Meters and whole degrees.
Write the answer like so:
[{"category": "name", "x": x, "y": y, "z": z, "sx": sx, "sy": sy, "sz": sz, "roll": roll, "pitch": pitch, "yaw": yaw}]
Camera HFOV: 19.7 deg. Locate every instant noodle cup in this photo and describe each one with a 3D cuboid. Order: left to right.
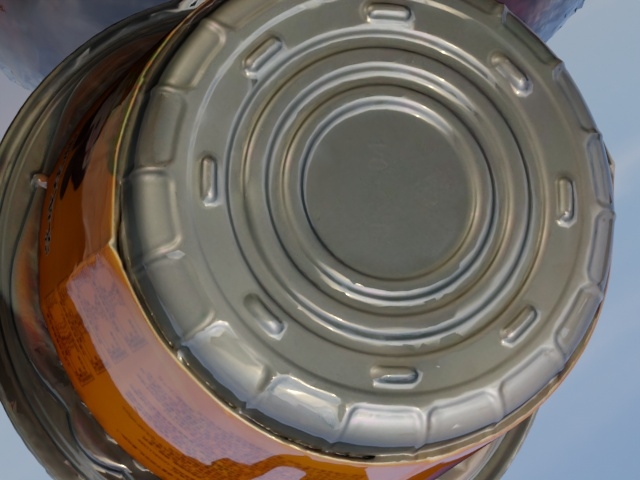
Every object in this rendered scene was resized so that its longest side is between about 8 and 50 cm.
[{"category": "instant noodle cup", "x": 0.000, "y": 0.000, "z": 0.494, "sx": 0.177, "sy": 0.208, "sz": 0.125, "roll": -12, "pitch": 172, "yaw": -17}]

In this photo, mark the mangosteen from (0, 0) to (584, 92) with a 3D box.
[{"category": "mangosteen", "x": -0.029, "y": -0.155, "z": 0.715, "sx": 0.300, "sy": 0.300, "sz": 0.300, "roll": -31, "pitch": -169, "yaw": 7}]
